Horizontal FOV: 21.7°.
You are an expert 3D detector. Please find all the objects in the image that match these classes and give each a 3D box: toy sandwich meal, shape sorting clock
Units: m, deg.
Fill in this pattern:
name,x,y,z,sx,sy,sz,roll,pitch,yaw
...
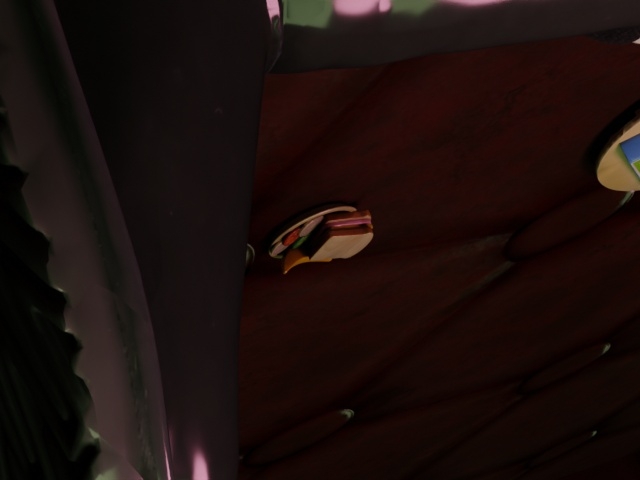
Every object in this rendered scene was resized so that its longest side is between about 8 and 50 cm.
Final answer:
name,x,y,z,sx,sy,sz,roll,pitch,yaw
toy sandwich meal,0.000,0.000,1.314,0.085,0.029,0.085,-24,162,-8
shape sorting clock,0.338,-0.102,1.474,0.206,0.040,0.206,-20,163,-7

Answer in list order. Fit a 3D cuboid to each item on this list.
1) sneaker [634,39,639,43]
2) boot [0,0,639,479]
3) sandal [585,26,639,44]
name,x,y,z,sx,sy,sz,roll,pitch,yaw
sneaker,0.275,-0.179,1.156,0.152,0.053,0.061,-19,158,-20
boot,0.055,-0.085,0.655,0.445,0.367,0.146,-15,-176,-31
sandal,0.206,-0.182,1.067,0.067,0.040,0.179,15,159,-5
